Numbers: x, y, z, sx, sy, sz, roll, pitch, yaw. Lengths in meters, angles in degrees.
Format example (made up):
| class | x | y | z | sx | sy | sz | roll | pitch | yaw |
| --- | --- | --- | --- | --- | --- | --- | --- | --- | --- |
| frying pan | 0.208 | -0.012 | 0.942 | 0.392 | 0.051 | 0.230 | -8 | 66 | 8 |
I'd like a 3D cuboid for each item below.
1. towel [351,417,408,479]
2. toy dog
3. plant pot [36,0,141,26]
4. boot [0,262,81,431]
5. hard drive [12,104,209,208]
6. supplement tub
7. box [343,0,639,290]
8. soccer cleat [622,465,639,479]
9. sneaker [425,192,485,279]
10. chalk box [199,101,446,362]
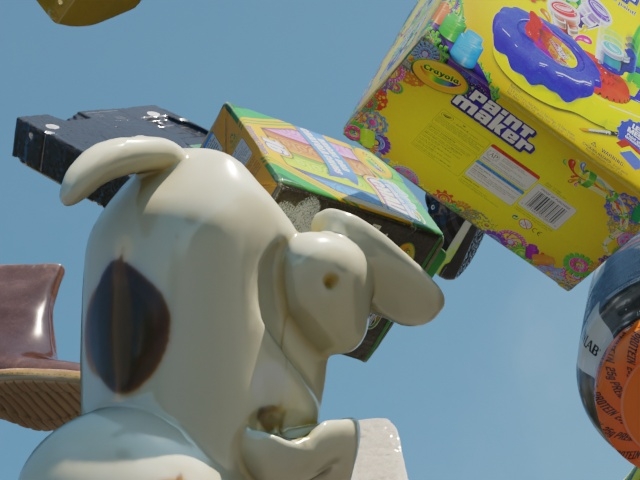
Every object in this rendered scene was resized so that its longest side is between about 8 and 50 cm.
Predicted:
| class | x | y | z | sx | sy | sz | roll | pitch | yaw |
| --- | --- | --- | --- | --- | --- | --- | --- | --- | --- |
| towel | 0.016 | 0.307 | 2.278 | 0.187 | 0.282 | 0.049 | -8 | -66 | 1 |
| toy dog | -0.113 | 0.147 | 1.635 | 0.284 | 0.408 | 0.395 | 4 | -31 | 32 |
| plant pot | -0.178 | -0.209 | 1.413 | 0.083 | 0.081 | 0.081 | -38 | -1 | -38 |
| boot | -0.307 | 0.098 | 1.972 | 0.248 | 0.207 | 0.090 | -4 | -45 | 24 |
| hard drive | -0.192 | -0.084 | 2.337 | 0.237 | 0.339 | 0.064 | -10 | -63 | -45 |
| supplement tub | 0.370 | 0.109 | 1.925 | 0.207 | 0.207 | 0.338 | -29 | 7 | 16 |
| box | 0.225 | -0.160 | 1.918 | 0.290 | 0.279 | 0.177 | 34 | -40 | -7 |
| soccer cleat | 0.343 | 0.315 | 2.061 | 0.289 | 0.093 | 0.121 | -42 | 6 | 15 |
| sneaker | 0.186 | -0.049 | 2.556 | 0.084 | 0.097 | 0.235 | -34 | -27 | -58 |
| chalk box | 0.000 | 0.000 | 2.040 | 0.289 | 0.179 | 0.180 | 18 | -67 | -35 |
